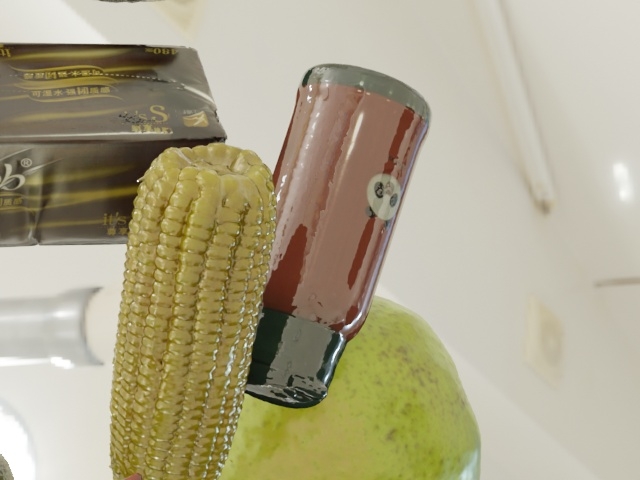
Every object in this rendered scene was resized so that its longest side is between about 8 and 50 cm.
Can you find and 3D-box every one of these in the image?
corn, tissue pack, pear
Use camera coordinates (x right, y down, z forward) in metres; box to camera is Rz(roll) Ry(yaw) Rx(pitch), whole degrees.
[{"bbox_3d":[-0.118,0.086,1.106,0.131,0.131,0.344,-40,-38,-64],"label":"corn"},{"bbox_3d":[-0.320,-0.112,1.503,0.198,0.370,0.210,106,153,-43],"label":"tissue pack"},{"bbox_3d":[-0.012,0.245,1.465,0.391,0.391,0.391,-5,-90,-68],"label":"pear"}]

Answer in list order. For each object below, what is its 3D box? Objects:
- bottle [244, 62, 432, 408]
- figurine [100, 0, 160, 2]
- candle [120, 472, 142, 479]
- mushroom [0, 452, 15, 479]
[{"bbox_3d":[0.000,0.000,1.240,0.144,0.144,0.336,43,-118,-59],"label":"bottle"},{"bbox_3d":[-0.281,-0.399,1.562,0.250,0.166,0.141,10,-103,-21],"label":"figurine"},{"bbox_3d":[-0.223,0.248,0.876,0.084,0.301,0.059,-119,5,-57],"label":"candle"},{"bbox_3d":[-0.427,0.338,1.286,0.130,0.247,0.344,-56,8,51],"label":"mushroom"}]
